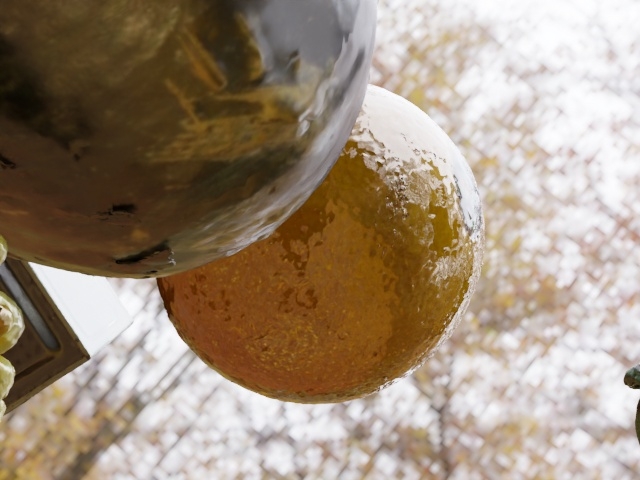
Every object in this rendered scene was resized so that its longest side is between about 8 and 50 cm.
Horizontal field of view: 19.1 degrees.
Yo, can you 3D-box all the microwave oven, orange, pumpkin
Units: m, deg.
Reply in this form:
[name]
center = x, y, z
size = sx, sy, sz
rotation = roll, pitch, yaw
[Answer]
[microwave oven]
center = -0.296, 0.041, 1.784
size = 0.129, 0.163, 0.205
rotation = -33, -88, 16
[orange]
center = 0.000, 0.000, 1.525
size = 0.274, 0.274, 0.274
rotation = 26, -37, 21
[pumpkin]
center = -0.170, -0.175, 1.118
size = 0.454, 0.344, 0.454
rotation = 33, -15, 10

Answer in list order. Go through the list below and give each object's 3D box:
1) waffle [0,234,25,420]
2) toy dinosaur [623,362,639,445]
[waffle]
center = -0.261, 0.016, 0.830
size = 0.281, 0.301, 0.058
rotation = 46, -47, -14
[toy dinosaur]
center = 0.351, 0.188, 1.742
size = 0.079, 0.120, 0.292
rotation = 149, -71, -82
